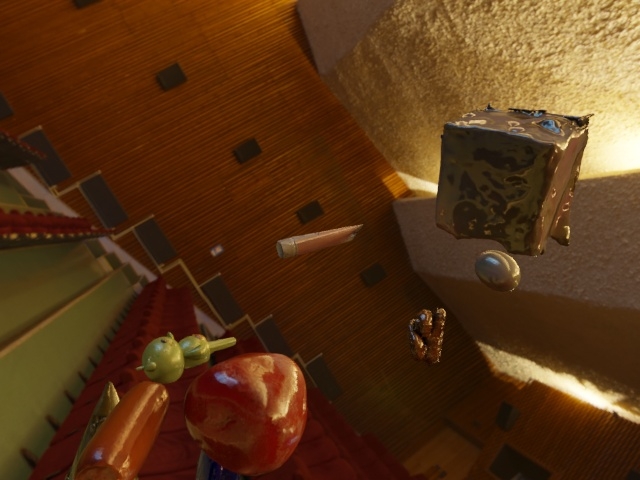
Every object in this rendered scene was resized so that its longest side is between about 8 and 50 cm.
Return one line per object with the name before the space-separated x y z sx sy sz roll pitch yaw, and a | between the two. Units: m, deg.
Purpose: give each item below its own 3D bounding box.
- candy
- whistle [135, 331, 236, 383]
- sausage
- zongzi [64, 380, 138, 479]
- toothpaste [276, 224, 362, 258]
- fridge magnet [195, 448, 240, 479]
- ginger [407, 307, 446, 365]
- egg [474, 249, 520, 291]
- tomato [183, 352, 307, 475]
candy | 0.275 -0.091 0.658 0.184 0.137 0.195 24 -52 37
whistle | -0.398 0.320 1.339 0.141 0.294 0.141 25 -53 38
sausage | -0.254 0.256 0.600 0.076 0.076 0.197 61 5 -13
zongzi | -0.496 0.471 1.005 0.250 0.125 0.274 -31 -113 41
toothpaste | 0.000 0.000 0.999 0.043 0.194 0.067 66 -28 24
fridge magnet | -0.263 0.576 1.182 0.265 0.112 0.266 -167 -90 -78
ginger | 0.281 0.257 1.234 0.073 0.103 0.162 -178 -79 -70
egg | 0.491 0.084 1.255 0.135 0.103 0.103 50 -15 47
tomato | -0.103 0.238 0.667 0.187 0.187 0.151 44 -47 45
